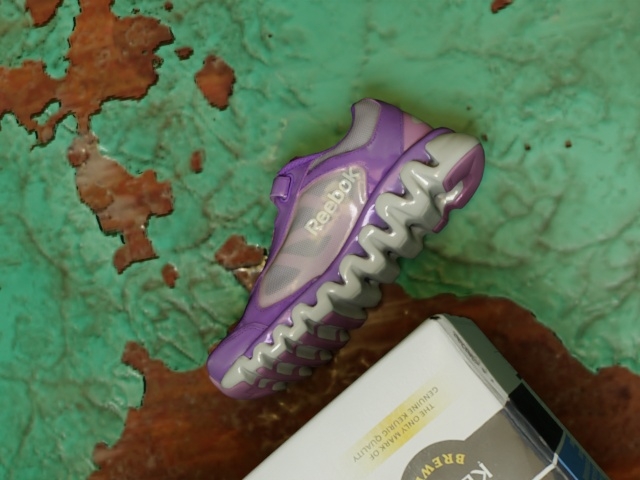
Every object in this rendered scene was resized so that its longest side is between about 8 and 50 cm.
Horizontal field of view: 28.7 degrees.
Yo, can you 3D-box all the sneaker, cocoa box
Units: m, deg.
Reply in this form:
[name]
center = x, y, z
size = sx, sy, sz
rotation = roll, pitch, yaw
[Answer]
[sneaker]
center = 0.000, 0.000, 0.838
size = 0.104, 0.095, 0.236
rotation = 41, 90, 18
[cocoa box]
center = 0.024, 0.238, 0.740
size = 0.347, 0.231, 0.228
rotation = -42, 80, 6
